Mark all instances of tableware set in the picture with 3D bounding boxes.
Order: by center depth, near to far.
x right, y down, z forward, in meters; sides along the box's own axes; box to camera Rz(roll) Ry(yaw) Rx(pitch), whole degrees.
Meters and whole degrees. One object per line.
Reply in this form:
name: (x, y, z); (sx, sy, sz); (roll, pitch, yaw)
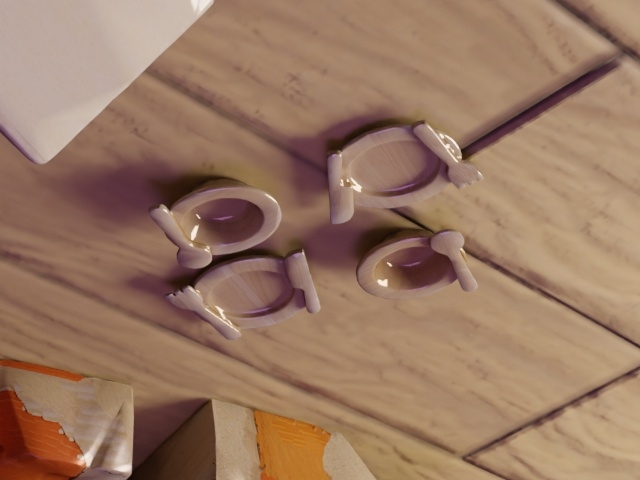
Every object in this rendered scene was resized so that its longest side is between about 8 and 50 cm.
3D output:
tableware set: (0.000, 0.000, 0.917); (0.169, 0.020, 0.141); (-14, 146, 7)

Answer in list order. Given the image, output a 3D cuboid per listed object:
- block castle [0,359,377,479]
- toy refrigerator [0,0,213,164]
block castle: (-0.122, 0.259, 1.018); (0.453, 0.303, 0.213); (15, 140, -30)
toy refrigerator: (-0.141, -0.148, 0.561); (0.094, 0.102, 0.269); (-45, 140, -6)
